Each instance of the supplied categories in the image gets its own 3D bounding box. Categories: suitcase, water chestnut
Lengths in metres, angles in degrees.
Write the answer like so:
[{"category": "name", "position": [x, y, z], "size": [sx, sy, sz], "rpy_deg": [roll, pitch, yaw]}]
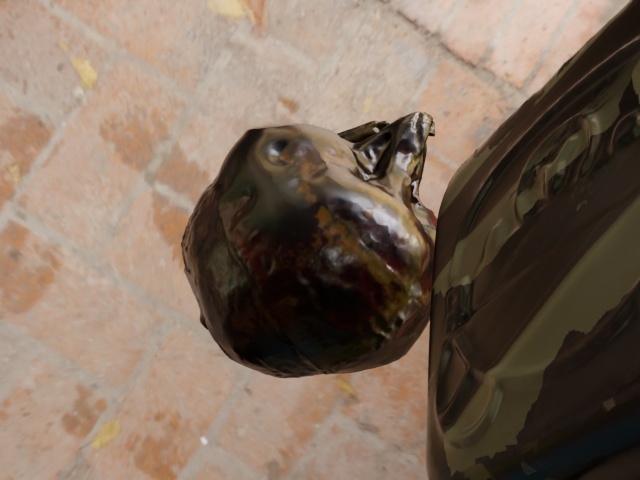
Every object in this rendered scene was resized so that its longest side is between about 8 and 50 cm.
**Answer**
[{"category": "suitcase", "position": [0.203, 0.045, 0.550], "size": [0.194, 0.351, 0.339], "rpy_deg": [18, 55, -18]}, {"category": "water chestnut", "position": [0.000, 0.000, 0.997], "size": [0.289, 0.289, 0.244], "rpy_deg": [-3, 102, -9]}]
